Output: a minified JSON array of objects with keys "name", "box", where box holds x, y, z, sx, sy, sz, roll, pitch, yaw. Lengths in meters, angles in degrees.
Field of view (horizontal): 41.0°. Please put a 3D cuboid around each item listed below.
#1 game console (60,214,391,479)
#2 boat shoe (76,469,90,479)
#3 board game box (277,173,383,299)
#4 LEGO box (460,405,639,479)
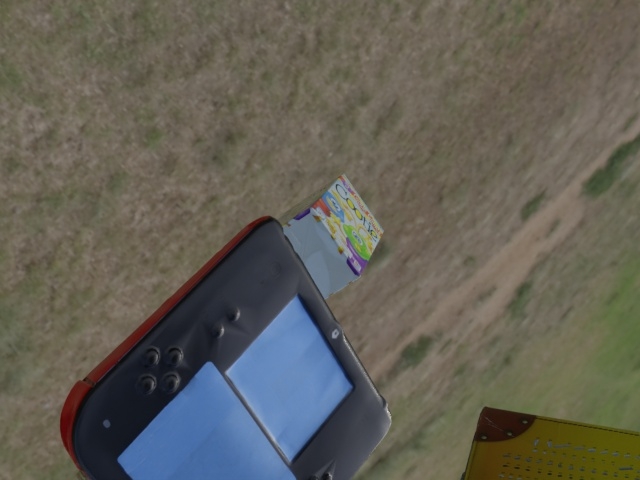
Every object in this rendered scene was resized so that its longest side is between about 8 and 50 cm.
[{"name":"game console","box":[-0.086,0.214,1.009,0.342,0.060,0.387,-44,125,-22]},{"name":"boat shoe","box":[-0.311,0.491,1.508,0.089,0.285,0.104,-40,170,-3]},{"name":"board game box","box":[0.000,0.000,1.520,0.142,0.144,0.275,-33,-173,19]},{"name":"LEGO box","box":[0.368,0.395,0.785,0.193,0.500,0.373,-52,144,-59]}]
